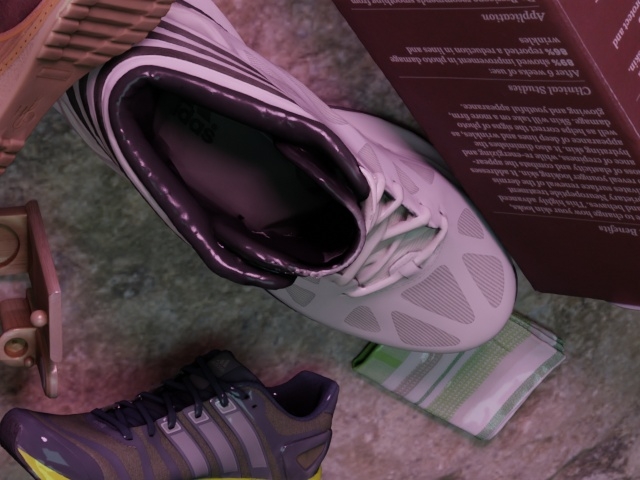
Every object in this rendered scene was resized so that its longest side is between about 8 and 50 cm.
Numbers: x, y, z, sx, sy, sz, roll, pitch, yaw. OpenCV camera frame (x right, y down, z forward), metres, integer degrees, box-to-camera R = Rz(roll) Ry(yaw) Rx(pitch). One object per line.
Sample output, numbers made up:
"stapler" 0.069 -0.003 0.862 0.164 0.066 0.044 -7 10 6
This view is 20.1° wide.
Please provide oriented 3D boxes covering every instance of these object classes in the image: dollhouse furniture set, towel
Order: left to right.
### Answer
"dollhouse furniture set" -0.263 0.070 1.259 0.151 0.123 0.144 -5 122 -15
"towel" 0.114 0.096 1.463 0.152 0.023 0.113 29 107 -31

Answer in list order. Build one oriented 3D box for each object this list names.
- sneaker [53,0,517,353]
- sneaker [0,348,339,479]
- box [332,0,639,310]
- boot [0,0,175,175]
"sneaker" -0.001 0.001 1.218 0.447 0.257 0.169 34 103 -32
"sneaker" -0.109 0.138 1.359 0.300 0.111 0.121 8 107 -44
"box" 0.166 -0.120 1.222 0.143 0.191 0.381 -56 129 -25
"boot" -0.202 -0.173 1.081 0.248 0.207 0.090 -46 156 13
